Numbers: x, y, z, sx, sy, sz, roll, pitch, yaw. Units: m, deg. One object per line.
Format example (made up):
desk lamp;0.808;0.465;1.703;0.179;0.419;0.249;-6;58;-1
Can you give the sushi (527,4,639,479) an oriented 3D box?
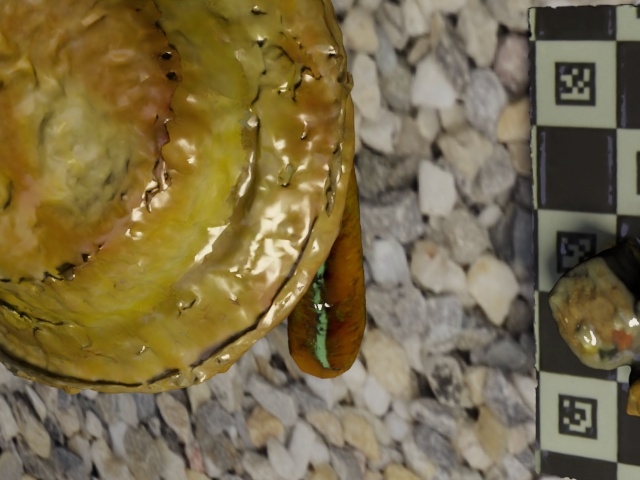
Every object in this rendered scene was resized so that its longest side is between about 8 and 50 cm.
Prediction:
sushi;0.280;0.021;1.043;0.343;0.064;0.359;5;102;34

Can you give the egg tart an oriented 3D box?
egg tart;-0.185;-0.089;1.212;0.443;0.178;0.443;1;91;26

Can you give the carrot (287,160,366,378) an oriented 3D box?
carrot;0.000;0.000;1.314;0.070;0.070;0.260;15;127;28
